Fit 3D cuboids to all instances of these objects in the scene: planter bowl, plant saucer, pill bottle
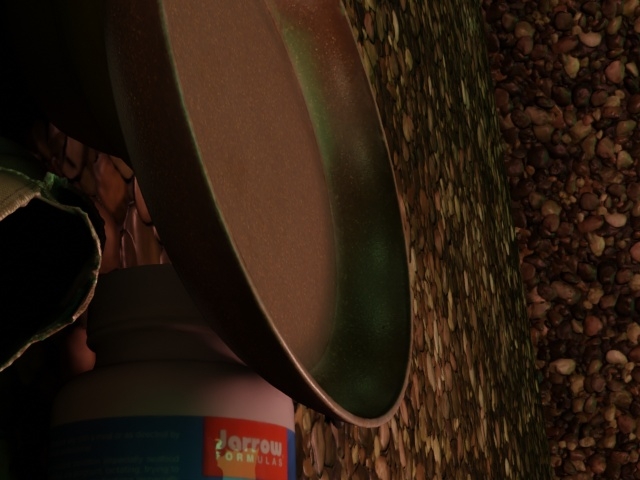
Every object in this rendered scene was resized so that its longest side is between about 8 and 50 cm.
[{"bbox_3d":[-0.106,-0.117,0.581,0.217,0.090,0.217,-7,90,-72],"label":"planter bowl"},{"bbox_3d":[-0.025,-0.057,0.534,0.310,0.050,0.310,-15,90,-74],"label":"plant saucer"},{"bbox_3d":[-0.073,0.129,0.528,0.124,0.124,0.221,41,44,-65],"label":"pill bottle"}]

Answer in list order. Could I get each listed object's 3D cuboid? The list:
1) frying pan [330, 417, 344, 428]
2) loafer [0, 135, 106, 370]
[{"bbox_3d":[-0.010,-0.008,0.926,0.197,0.053,0.326,32,50,-67],"label":"frying pan"},{"bbox_3d":[-0.124,0.014,0.379,0.094,0.087,0.251,-58,174,1],"label":"loafer"}]
